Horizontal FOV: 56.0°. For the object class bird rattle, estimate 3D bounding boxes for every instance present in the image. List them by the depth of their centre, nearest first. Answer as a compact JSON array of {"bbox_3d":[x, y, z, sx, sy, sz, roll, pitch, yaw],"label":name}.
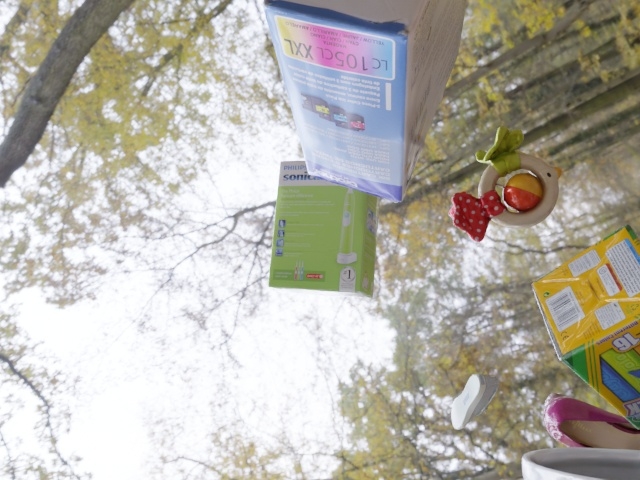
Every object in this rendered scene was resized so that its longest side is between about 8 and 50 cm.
[{"bbox_3d":[0.398,-0.108,1.287,0.254,0.206,0.143,-66,-18,-12],"label":"bird rattle"}]

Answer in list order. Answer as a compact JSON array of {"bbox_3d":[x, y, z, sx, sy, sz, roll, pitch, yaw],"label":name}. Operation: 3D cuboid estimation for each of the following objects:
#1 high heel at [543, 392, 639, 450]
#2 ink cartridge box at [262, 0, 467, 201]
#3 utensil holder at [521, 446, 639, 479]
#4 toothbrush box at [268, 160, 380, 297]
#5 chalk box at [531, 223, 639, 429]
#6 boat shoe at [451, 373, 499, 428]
[{"bbox_3d":[0.621,0.418,1.176,0.181,0.377,0.127,1,-74,-73],"label":"high heel"},{"bbox_3d":[0.079,-0.231,0.742,0.395,0.151,0.270,71,-141,-66],"label":"ink cartridge box"},{"bbox_3d":[0.436,0.486,0.767,0.327,0.327,0.386,13,-106,-49],"label":"utensil holder"},{"bbox_3d":[0.013,-0.025,1.310,0.122,0.206,0.283,30,-118,-69],"label":"toothbrush box"},{"bbox_3d":[0.506,0.155,0.944,0.289,0.179,0.180,38,-151,-23],"label":"chalk box"},{"bbox_3d":[0.429,0.449,1.658,0.081,0.228,0.079,5,-138,-11],"label":"boat shoe"}]
